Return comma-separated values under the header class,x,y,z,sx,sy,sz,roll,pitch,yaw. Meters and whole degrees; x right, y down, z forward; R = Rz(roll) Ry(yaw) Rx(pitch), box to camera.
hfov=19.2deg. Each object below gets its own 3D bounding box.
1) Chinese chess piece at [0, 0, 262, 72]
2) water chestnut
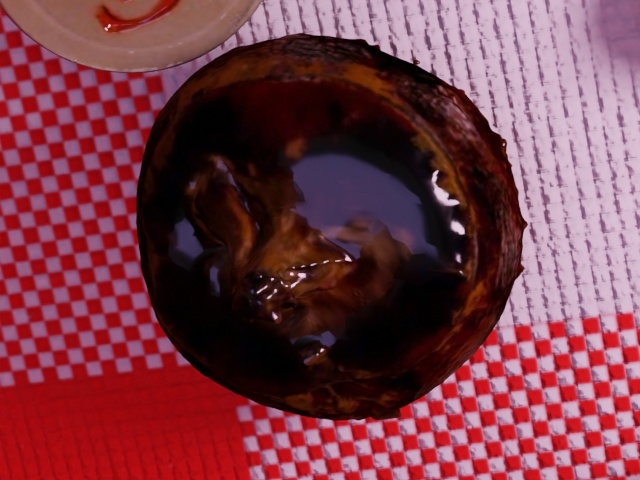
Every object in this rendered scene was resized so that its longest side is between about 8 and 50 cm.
class,x,y,z,sx,sy,sz,roll,pitch,yaw
Chinese chess piece,-0.164,-0.273,1.614,0.273,0.102,0.273,-1,120,-3
water chestnut,0.000,0.000,1.590,0.350,0.302,0.351,4,104,15
